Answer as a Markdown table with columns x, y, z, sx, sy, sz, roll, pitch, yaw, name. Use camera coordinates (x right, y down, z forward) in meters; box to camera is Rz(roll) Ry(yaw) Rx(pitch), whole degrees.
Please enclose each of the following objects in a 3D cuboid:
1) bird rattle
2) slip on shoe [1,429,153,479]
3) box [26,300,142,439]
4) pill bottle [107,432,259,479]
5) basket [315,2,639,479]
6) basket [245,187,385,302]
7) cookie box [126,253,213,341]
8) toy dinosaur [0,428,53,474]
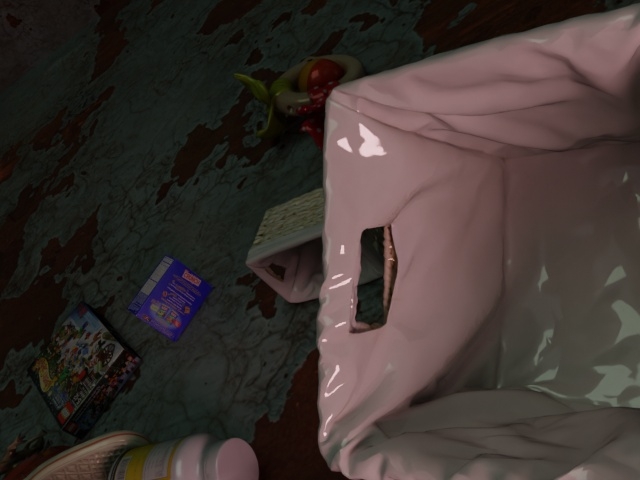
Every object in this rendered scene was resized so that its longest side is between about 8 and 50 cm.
| x | y | z | sx | sy | sz | roll | pitch | yaw | name |
| --- | --- | --- | --- | --- | --- | --- | --- | --- | --- |
| -0.013 | -0.255 | 1.321 | 0.253 | 0.143 | 0.207 | 5 | 44 | 44 | bird rattle |
| -0.364 | 0.335 | 1.136 | 0.331 | 0.123 | 0.101 | -32 | 35 | 28 | slip on shoe |
| -0.407 | 0.213 | 1.346 | 0.159 | 0.044 | 0.233 | -53 | 36 | -8 | box |
| -0.168 | 0.295 | 0.977 | 0.184 | 0.103 | 0.103 | -20 | 44 | 33 | pill bottle |
| 0.196 | 0.027 | 0.636 | 0.331 | 0.266 | 0.328 | -4 | 83 | 43 | basket |
| 0.000 | 0.000 | 1.074 | 0.167 | 0.113 | 0.103 | -20 | 42 | 32 | basket |
| -0.236 | 0.091 | 1.247 | 0.040 | 0.092 | 0.107 | 20 | 71 | 49 | cookie box |
| -0.480 | 0.345 | 1.237 | 0.092 | 0.183 | 0.053 | -40 | 79 | 22 | toy dinosaur |
